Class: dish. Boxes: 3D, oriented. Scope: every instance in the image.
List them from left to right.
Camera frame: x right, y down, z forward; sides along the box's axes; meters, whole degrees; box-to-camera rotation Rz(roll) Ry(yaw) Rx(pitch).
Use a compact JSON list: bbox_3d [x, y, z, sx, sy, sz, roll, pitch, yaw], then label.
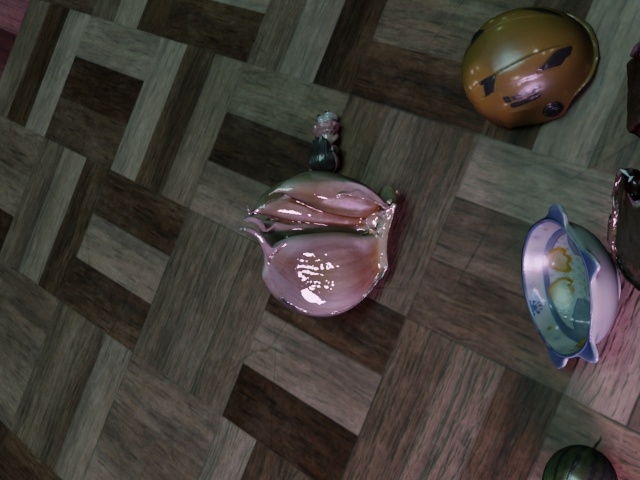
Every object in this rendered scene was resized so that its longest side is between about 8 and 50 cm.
[{"bbox_3d":[0.381,0.070,1.566,0.228,0.086,0.236,-116,22,-45],"label":"dish"}]

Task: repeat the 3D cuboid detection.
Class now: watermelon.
[{"bbox_3d":[0.366,0.329,1.515,0.105,0.105,0.133,3,57,44],"label":"watermelon"}]

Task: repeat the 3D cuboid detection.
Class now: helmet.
[{"bbox_3d":[0.317,-0.288,1.739,0.224,0.130,0.198,-26,63,34],"label":"helmet"}]

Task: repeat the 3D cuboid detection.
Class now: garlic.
[{"bbox_3d":[0.000,0.000,1.879,0.237,0.291,0.210,98,162,-52],"label":"garlic"}]

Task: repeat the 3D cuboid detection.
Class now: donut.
[{"bbox_3d":[0.474,-0.087,1.391,0.259,0.136,0.345,-120,27,-74],"label":"donut"}]

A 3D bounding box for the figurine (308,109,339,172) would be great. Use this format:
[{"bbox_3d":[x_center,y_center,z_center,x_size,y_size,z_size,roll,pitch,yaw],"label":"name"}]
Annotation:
[{"bbox_3d":[0.003,-0.181,2.054,0.072,0.054,0.129,-20,62,42],"label":"figurine"}]
